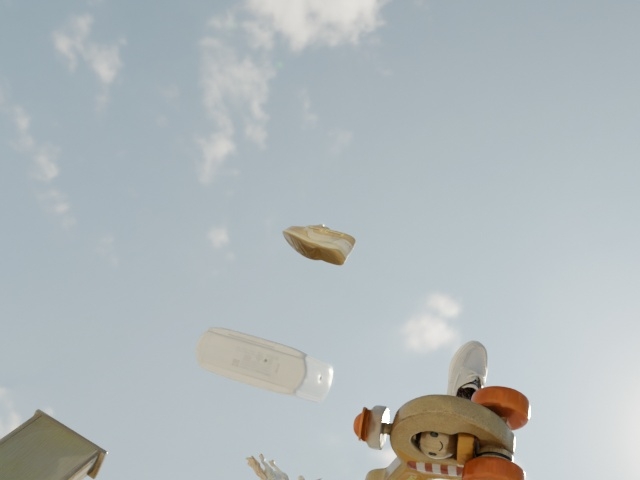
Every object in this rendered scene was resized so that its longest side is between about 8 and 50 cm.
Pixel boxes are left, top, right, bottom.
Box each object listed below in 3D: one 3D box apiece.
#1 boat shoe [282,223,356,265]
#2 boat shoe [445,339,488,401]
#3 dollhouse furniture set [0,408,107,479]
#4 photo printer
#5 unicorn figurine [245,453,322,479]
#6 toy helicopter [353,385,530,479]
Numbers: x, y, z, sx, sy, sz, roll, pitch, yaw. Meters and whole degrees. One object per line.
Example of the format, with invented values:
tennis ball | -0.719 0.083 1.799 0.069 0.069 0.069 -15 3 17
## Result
boat shoe | 0.000 0.000 1.842 0.170 0.059 0.063 20 -33 45
boat shoe | 0.229 0.236 1.576 0.066 0.184 0.063 37 -29 -9
dollhouse furniture set | -0.382 0.357 1.222 0.212 0.161 0.242 29 -68 10
photo printer | -0.114 0.285 2.249 0.256 0.107 0.307 14 -9 16
unicorn figurine | -0.097 0.543 2.301 0.111 0.162 0.060 36 -72 46
toy helicopter | 0.132 0.313 1.443 0.235 0.140 0.355 19 -36 -9
